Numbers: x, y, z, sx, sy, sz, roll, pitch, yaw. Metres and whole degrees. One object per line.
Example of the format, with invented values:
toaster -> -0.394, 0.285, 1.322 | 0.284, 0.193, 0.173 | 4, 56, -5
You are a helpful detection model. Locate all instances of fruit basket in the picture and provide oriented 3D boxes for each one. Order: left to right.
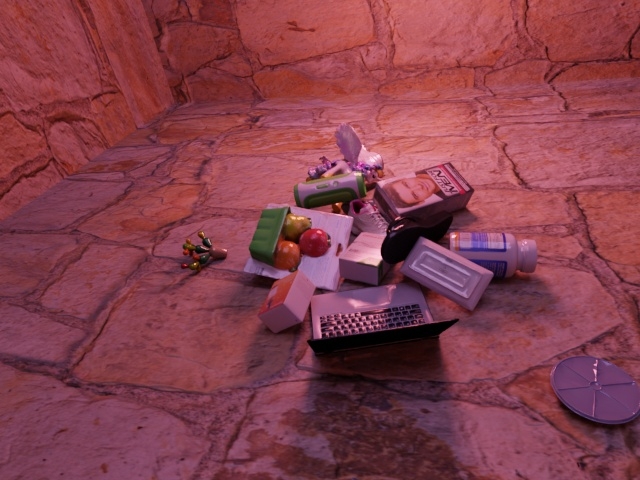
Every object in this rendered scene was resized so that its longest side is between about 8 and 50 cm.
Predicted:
fruit basket -> -0.077, 0.019, 1.657 | 0.353, 0.165, 0.327 | 13, 61, 3

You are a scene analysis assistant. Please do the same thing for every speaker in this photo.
speaker -> 0.041, -0.212, 1.858 | 0.297, 0.131, 0.131 | -10, 34, 11

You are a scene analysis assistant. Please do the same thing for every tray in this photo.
tray -> 0.403, 0.100, 1.414 | 0.270, 0.030, 0.145 | 30, 82, 26

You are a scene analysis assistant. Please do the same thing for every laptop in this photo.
laptop -> 0.153, 0.198, 1.292 | 0.382, 0.236, 0.408 | -8, 35, 1

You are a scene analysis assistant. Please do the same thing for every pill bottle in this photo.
pill bottle -> 0.578, 0.049, 1.480 | 0.272, 0.152, 0.152 | 2, 36, 14

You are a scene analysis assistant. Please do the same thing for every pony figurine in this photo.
pony figurine -> 0.109, -0.335, 2.075 | 0.351, 0.303, 0.363 | 46, 52, 13

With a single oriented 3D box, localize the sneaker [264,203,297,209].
sneaker -> -0.148, -0.138, 1.983 | 0.212, 0.080, 0.094 | 7, 26, 24

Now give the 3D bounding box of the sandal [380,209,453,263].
sandal -> 0.327, -0.026, 1.573 | 0.107, 0.167, 0.446 | 38, 33, 28

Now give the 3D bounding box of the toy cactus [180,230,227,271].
toy cactus -> -0.476, 0.051, 1.784 | 0.181, 0.112, 0.219 | 8, 32, -8

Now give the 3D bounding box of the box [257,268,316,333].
box -> -0.109, 0.199, 1.429 | 0.130, 0.091, 0.170 | -29, 23, 32

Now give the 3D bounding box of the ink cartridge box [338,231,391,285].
ink cartridge box -> 0.179, 0.062, 1.593 | 0.153, 0.086, 0.208 | 12, 34, 27

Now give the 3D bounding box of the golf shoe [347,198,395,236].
golf shoe -> 0.213, -0.063, 1.735 | 0.115, 0.140, 0.306 | -30, 41, -29

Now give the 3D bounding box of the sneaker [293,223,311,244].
sneaker -> -0.064, -0.062, 1.841 | 0.222, 0.083, 0.118 | -31, 41, -27

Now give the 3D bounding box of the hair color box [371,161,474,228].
hair color box -> 0.427, -0.189, 1.816 | 0.374, 0.113, 0.185 | -18, 57, -19

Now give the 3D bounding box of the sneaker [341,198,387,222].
sneaker -> 0.217, -0.162, 1.905 | 0.226, 0.086, 0.163 | 14, 51, 15

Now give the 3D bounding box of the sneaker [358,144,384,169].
sneaker -> 0.200, -0.432, 2.292 | 0.129, 0.111, 0.297 | -31, 39, -19

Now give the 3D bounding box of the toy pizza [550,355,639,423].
toy pizza -> 0.691, 0.376, 1.096 | 0.201, 0.032, 0.201 | -7, 34, 4
